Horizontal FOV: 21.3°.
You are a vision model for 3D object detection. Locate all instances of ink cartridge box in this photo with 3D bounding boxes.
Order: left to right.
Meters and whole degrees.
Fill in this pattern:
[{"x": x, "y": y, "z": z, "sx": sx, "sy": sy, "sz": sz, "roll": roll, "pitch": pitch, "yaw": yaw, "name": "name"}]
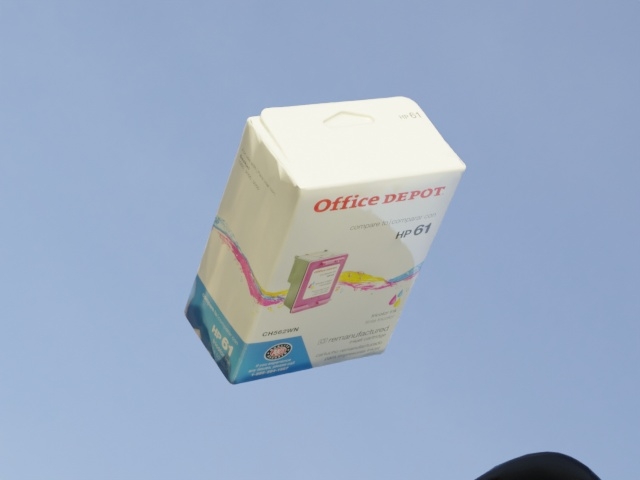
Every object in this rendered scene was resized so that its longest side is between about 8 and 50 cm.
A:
[{"x": 0.000, "y": 0.000, "z": 0.765, "sx": 0.052, "sy": 0.088, "sz": 0.122, "roll": 54, "pitch": -41, "yaw": 36, "name": "ink cartridge box"}]

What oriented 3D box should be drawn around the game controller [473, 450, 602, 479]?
[{"x": 0.029, "y": 0.239, "z": 0.852, "sx": 0.067, "sy": 0.319, "sz": 0.166, "roll": 46, "pitch": 12, "yaw": -53, "name": "game controller"}]
